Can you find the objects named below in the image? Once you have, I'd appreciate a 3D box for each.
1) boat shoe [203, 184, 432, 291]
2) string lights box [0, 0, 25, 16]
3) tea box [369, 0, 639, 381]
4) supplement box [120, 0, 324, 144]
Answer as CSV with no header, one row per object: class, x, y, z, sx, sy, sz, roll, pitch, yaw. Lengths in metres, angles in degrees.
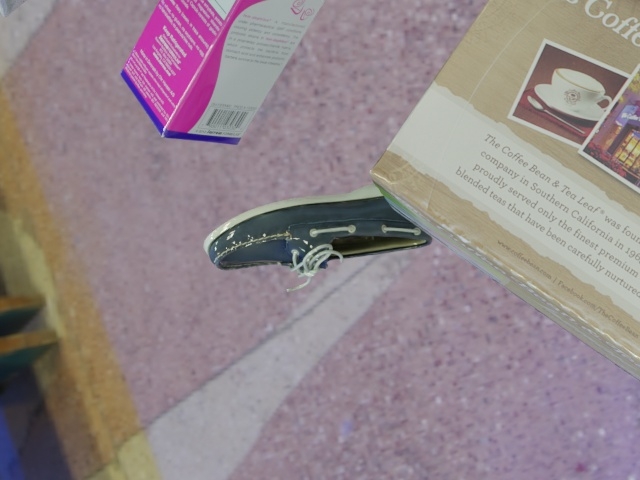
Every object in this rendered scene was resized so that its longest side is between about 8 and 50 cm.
boat shoe,0.000,0.000,1.447,0.095,0.254,0.079,114,142,-65
string lights box,-0.297,-0.315,1.038,0.259,0.133,0.077,42,164,11
tea box,0.239,-0.033,1.047,0.329,0.323,0.220,35,90,8
supplement box,-0.101,-0.222,1.378,0.220,0.111,0.114,-54,55,28
